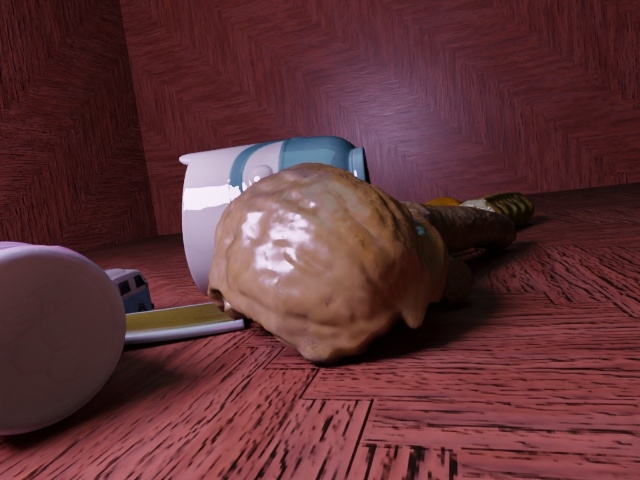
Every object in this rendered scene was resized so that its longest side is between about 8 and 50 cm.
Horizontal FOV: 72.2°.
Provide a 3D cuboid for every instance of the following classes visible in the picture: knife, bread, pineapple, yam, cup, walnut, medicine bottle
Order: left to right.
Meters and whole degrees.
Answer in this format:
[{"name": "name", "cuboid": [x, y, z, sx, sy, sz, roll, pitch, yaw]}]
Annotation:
[{"name": "medicine bottle", "cuboid": [-0.247, 0.065, 0.339, 0.168, 0.135, 0.135, -4, 7, 40]}, {"name": "knife", "cuboid": [-0.103, 0.081, 0.500, 0.342, 0.027, 0.061, -6, 20, -15]}, {"name": "cup", "cuboid": [-0.046, -0.021, 0.663, 0.257, 0.219, 0.290, -7, -27, 10]}, {"name": "walnut", "cuboid": [-0.005, 0.006, 0.411, 0.238, 0.141, 0.204, -13, 24, 10]}, {"name": "pineapple", "cuboid": [0.122, 0.049, 0.512, 0.058, 0.058, 0.124, -9, -6, -18]}, {"name": "yam", "cuboid": [0.199, -0.014, 0.643, 0.081, 0.081, 0.356, -2, -2, 40]}, {"name": "bread", "cuboid": [0.413, -0.065, 1.014, 0.098, 0.087, 0.269, -6, 4, 44]}]

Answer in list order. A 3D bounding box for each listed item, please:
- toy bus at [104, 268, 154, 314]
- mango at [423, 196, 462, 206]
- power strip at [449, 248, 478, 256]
[{"name": "toy bus", "cuboid": [-0.263, 0.075, 0.550, 0.060, 0.075, 0.123, -6, 7, 4]}, {"name": "mango", "cuboid": [0.317, -0.067, 1.172, 0.164, 0.089, 0.115, -15, 19, -35]}, {"name": "power strip", "cuboid": [0.205, 0.017, 0.764, 0.178, 0.028, 0.049, -12, 8, -32]}]
